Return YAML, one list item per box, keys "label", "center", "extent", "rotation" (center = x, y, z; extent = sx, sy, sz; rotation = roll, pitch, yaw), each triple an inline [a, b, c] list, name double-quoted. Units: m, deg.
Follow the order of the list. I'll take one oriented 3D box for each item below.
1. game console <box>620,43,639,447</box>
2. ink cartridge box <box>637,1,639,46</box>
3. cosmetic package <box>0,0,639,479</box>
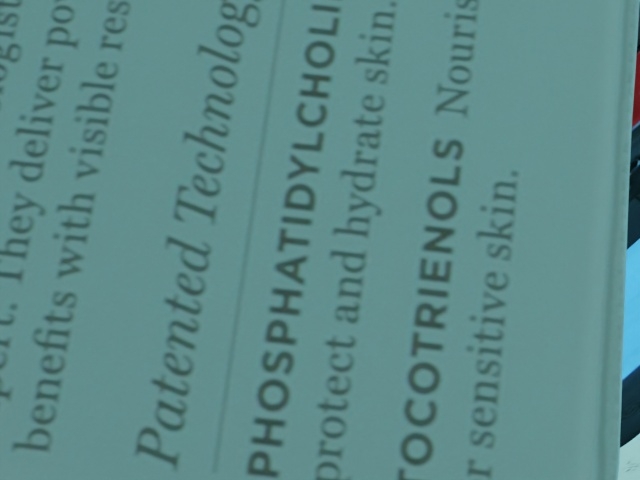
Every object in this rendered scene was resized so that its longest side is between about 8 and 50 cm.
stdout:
- label: "game console"
  center: [0.236, -0.016, 1.059]
  extent: [0.342, 0.060, 0.386]
  rotation: [-47, 150, 7]
- label: "ink cartridge box"
  center: [0.129, -0.167, 0.894]
  extent: [0.330, 0.071, 0.324]
  rotation: [-8, 151, -6]
- label: "cosmetic package"
  center: [-0.097, -0.011, 0.679]
  extent: [0.393, 0.327, 0.329]
  rotation: [6, 159, 3]
